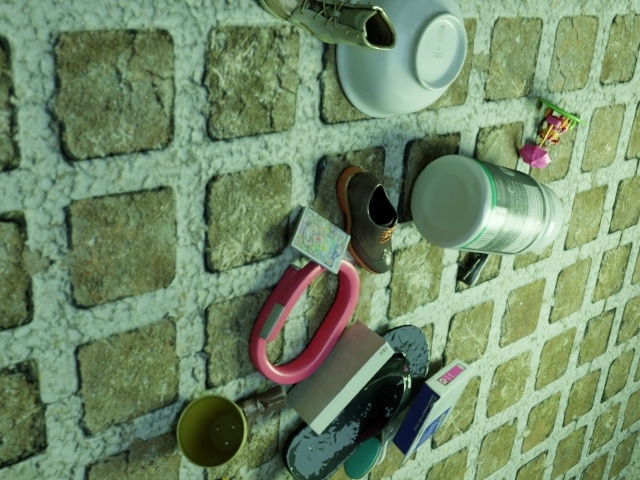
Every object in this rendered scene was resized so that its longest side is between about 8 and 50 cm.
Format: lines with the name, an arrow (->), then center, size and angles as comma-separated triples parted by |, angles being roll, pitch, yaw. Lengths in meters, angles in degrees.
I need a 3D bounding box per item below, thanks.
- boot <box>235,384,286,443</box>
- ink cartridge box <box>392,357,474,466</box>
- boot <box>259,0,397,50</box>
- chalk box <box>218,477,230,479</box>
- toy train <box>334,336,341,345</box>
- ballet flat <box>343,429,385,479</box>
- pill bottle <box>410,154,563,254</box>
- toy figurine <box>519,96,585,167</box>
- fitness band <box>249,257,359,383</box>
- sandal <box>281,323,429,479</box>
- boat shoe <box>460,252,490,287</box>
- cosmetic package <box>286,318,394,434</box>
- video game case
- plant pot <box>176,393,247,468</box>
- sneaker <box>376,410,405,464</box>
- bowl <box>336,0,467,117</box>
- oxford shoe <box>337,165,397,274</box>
boot -> -0.114, 0.357, 1.531 | 0.114, 0.037, 0.106 | -21, 122, -18
ink cartridge box -> 0.270, 0.408, 1.814 | 0.175, 0.069, 0.371 | -65, 161, 15
boot -> 0.013, -0.374, 1.220 | 0.213, 0.165, 0.077 | 18, 96, -47
chalk box -> -0.188, 0.628, 1.544 | 0.132, 0.132, 0.213 | 35, 85, -46
toy train -> 0.049, 0.227, 1.655 | 0.083, 0.017, 0.023 | 9, 93, -45
ballet flat -> 0.126, 0.458, 1.803 | 0.086, 0.086, 0.248 | 12, 100, -46
pill bottle -> 0.390, -0.070, 1.698 | 0.361, 0.204, 0.204 | 7, 105, -45
toy figurine -> 0.565, -0.257, 1.866 | 0.159, 0.130, 0.173 | -61, 163, 18
fitness band -> -0.030, 0.159, 1.526 | 0.291, 0.054, 0.209 | -57, 139, -4
sandal -> 0.108, 0.376, 1.677 | 0.446, 0.107, 0.167 | -46, 105, -17
boat shoe -> 0.395, 0.056, 1.884 | 0.125, 0.038, 0.046 | -62, 180, 1
cosmetic package -> 0.040, 0.291, 1.601 | 0.239, 0.099, 0.060 | -46, 140, -8
video game case -> 0.000, 0.000, 1.457 | 0.122, 0.011, 0.087 | 34, 64, -30
plant pot -> -0.195, 0.367, 1.427 | 0.134, 0.134, 0.095 | -56, 161, -7
sneaker -> 0.162, 0.487, 1.874 | 0.158, 0.061, 0.065 | -59, 164, -3
bowl -> 0.182, -0.365, 1.410 | 0.298, 0.134, 0.298 | -21, 124, -36
oxford shoe -> 0.111, -0.022, 1.532 | 0.097, 0.098, 0.271 | -41, 132, -22
